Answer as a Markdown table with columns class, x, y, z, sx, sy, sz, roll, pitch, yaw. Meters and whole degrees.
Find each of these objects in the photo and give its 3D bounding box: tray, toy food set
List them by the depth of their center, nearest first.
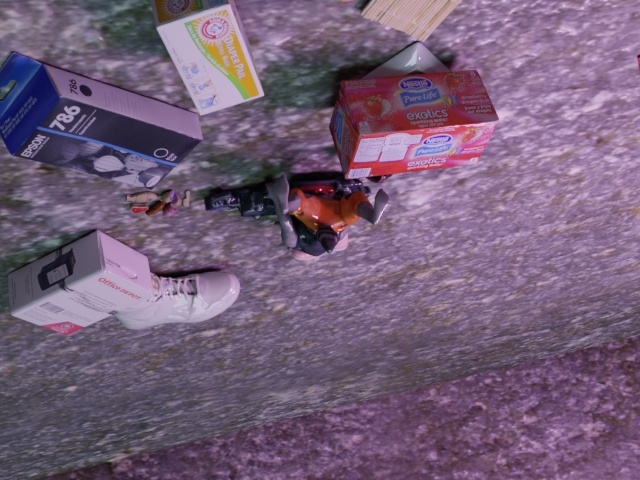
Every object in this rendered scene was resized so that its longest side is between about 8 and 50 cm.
| class | x | y | z | sx | sy | sz | roll | pitch | yaw |
| --- | --- | --- | --- | --- | --- | --- | --- | --- | --- |
| tray | 0.186 | -0.255 | 1.535 | 0.145 | 0.030 | 0.270 | -31 | 149 | 24 |
| toy food set | -0.312 | -0.067 | 1.626 | 0.122 | 0.019 | 0.078 | -8 | 151 | -15 |

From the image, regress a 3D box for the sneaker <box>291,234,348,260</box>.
| class | x | y | z | sx | sy | sz | roll | pitch | yaw |
| --- | --- | --- | --- | --- | --- | --- | --- | --- | --- |
| sneaker | 0.000 | 0.000 | 1.881 | 0.134 | 0.051 | 0.070 | -13 | 151 | -12 |

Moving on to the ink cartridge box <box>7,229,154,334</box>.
| class | x | y | z | sx | sy | sz | roll | pitch | yaw |
| --- | --- | --- | --- | --- | --- | --- | --- | --- | --- |
| ink cartridge box | -0.491 | 0.092 | 1.737 | 0.237 | 0.100 | 0.172 | -24 | 151 | 17 |

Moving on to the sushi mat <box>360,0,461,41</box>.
| class | x | y | z | sx | sy | sz | roll | pitch | yaw |
| --- | --- | --- | --- | --- | --- | --- | --- | --- | --- |
| sushi mat | 0.206 | -0.423 | 1.252 | 0.151 | 0.019 | 0.316 | 9 | 144 | -37 |

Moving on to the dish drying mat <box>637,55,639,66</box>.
| class | x | y | z | sx | sy | sz | roll | pitch | yaw |
| --- | --- | --- | --- | --- | --- | --- | --- | --- | --- |
| dish drying mat | 0.636 | -0.341 | 1.635 | 0.032 | 0.008 | 0.083 | -25 | 152 | 17 |

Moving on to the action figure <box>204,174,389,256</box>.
| class | x | y | z | sx | sy | sz | roll | pitch | yaw |
| --- | --- | --- | --- | --- | --- | --- | --- | --- | --- |
| action figure | -0.047 | -0.036 | 1.630 | 0.341 | 0.179 | 0.330 | -6 | 171 | -8 |

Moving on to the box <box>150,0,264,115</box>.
| class | x | y | z | sx | sy | sz | roll | pitch | yaw |
| --- | --- | --- | --- | --- | --- | --- | --- | --- | --- |
| box | -0.162 | -0.291 | 1.199 | 0.103 | 0.114 | 0.203 | -17 | 151 | 2 |

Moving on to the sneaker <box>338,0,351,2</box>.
| class | x | y | z | sx | sy | sz | roll | pitch | yaw |
| --- | --- | --- | --- | --- | --- | --- | --- | --- | --- |
| sneaker | 0.129 | -0.465 | 0.966 | 0.482 | 0.185 | 0.202 | -35 | 145 | 25 |

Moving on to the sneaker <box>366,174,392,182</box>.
| class | x | y | z | sx | sy | sz | roll | pitch | yaw |
| --- | --- | --- | --- | --- | --- | --- | --- | --- | --- |
| sneaker | 0.122 | -0.145 | 1.649 | 0.178 | 0.077 | 0.072 | -4 | 151 | -22 |

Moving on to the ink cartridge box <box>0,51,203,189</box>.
| class | x | y | z | sx | sy | sz | roll | pitch | yaw |
| --- | --- | --- | --- | --- | --- | --- | --- | --- | --- |
| ink cartridge box | -0.369 | -0.179 | 1.351 | 0.332 | 0.065 | 0.165 | 14 | 141 | -42 |

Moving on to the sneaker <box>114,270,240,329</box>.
| class | x | y | z | sx | sy | sz | roll | pitch | yaw |
| --- | --- | --- | --- | --- | --- | --- | --- | --- | --- |
| sneaker | -0.333 | 0.116 | 1.858 | 0.292 | 0.108 | 0.169 | -16 | 155 | 3 |

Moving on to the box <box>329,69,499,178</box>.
| class | x | y | z | sx | sy | sz | roll | pitch | yaw |
| --- | --- | --- | --- | --- | --- | --- | --- | --- | --- |
| box | 0.157 | -0.201 | 1.452 | 0.256 | 0.123 | 0.128 | -8 | 151 | -15 |
